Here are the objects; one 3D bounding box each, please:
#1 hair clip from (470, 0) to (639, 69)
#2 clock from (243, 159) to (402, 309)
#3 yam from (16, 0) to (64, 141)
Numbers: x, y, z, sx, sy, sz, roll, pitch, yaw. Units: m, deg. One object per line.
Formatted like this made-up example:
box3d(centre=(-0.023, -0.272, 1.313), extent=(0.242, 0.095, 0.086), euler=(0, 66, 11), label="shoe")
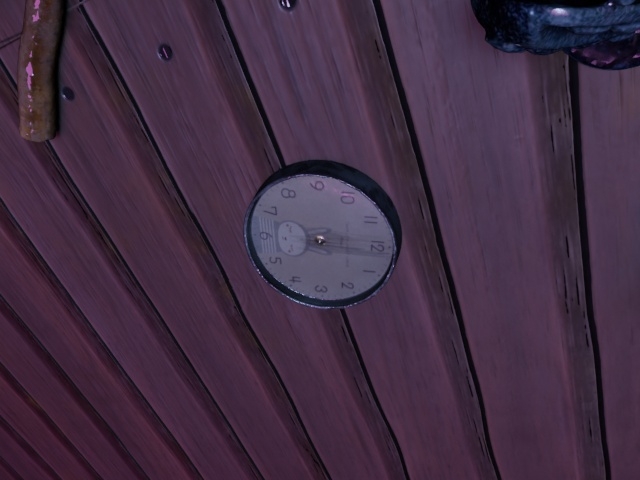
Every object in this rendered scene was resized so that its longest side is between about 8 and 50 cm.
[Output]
box3d(centre=(0.266, -0.192, 0.298), extent=(0.310, 0.206, 0.194), euler=(13, 129, 2), label="hair clip")
box3d(centre=(0.000, 0.000, 0.583), extent=(0.214, 0.042, 0.215), euler=(7, 122, 11), label="clock")
box3d(centre=(-0.332, -0.269, 0.512), extent=(0.045, 0.045, 0.327), euler=(43, 127, 26), label="yam")
